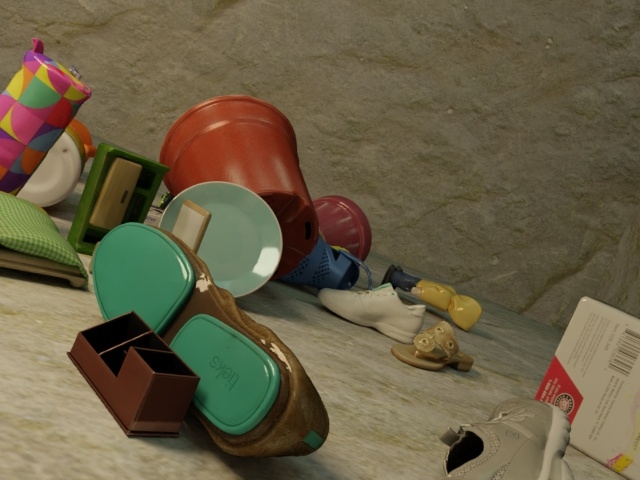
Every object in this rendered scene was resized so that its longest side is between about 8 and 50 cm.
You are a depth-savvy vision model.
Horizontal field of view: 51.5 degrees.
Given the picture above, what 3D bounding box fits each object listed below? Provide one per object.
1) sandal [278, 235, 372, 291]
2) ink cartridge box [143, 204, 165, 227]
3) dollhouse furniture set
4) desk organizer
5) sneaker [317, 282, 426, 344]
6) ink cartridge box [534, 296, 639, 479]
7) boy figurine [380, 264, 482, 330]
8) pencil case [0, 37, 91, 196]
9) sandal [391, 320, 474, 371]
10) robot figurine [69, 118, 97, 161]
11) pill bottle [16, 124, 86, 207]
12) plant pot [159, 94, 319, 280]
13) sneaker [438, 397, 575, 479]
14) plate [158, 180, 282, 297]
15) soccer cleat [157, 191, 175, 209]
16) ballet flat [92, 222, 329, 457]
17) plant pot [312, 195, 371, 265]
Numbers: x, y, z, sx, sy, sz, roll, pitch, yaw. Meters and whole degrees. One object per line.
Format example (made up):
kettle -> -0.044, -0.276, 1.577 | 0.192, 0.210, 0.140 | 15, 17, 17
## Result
sandal -> 0.001, 0.053, 1.383 | 0.317, 0.126, 0.138 | 16, 13, -46
ink cartridge box -> -0.293, -0.029, 1.287 | 0.207, 0.046, 0.097 | 19, 8, -45
dollhouse furniture set -> -0.305, -0.047, 0.815 | 0.198, 0.151, 0.302 | 28, 7, 42
desk organizer -> -0.153, 0.101, 0.537 | 0.047, 0.050, 0.130 | 19, 7, -44
sneaker -> 0.100, 0.118, 1.268 | 0.212, 0.094, 0.080 | 22, 7, -11
ink cartridge box -> 0.511, 0.251, 1.014 | 0.306, 0.226, 0.131 | 28, 8, 34
boy figurine -> 0.318, 0.159, 1.861 | 0.285, 0.092, 0.177 | 27, 6, 24
pencil case -> -0.409, -0.146, 0.892 | 0.104, 0.236, 0.104 | 38, 6, -5
sandal -> 0.214, 0.182, 1.197 | 0.088, 0.079, 0.240 | 28, 7, 40
robot figurine -> -0.587, -0.215, 1.455 | 0.158, 0.128, 0.219 | 51, 4, 0
pill bottle -> -0.473, -0.142, 1.131 | 0.136, 0.136, 0.246 | 22, 6, -20
plant pot -> -0.136, -0.081, 1.197 | 0.272, 0.272, 0.265 | 20, 28, -34
sneaker -> 0.176, 0.204, 0.654 | 0.115, 0.105, 0.281 | 25, 6, 12
plate -> -0.151, 0.000, 1.002 | 0.188, 0.188, 0.024 | 23, -24, -9
soccer cleat -> -0.324, -0.073, 1.551 | 0.072, 0.060, 0.179 | 26, 2, 9
ballet flat -> -0.105, 0.092, 0.623 | 0.342, 0.116, 0.124 | 29, -13, 45
plant pot -> 0.000, 0.000, 1.600 | 0.201, 0.201, 0.180 | 26, 21, 21
